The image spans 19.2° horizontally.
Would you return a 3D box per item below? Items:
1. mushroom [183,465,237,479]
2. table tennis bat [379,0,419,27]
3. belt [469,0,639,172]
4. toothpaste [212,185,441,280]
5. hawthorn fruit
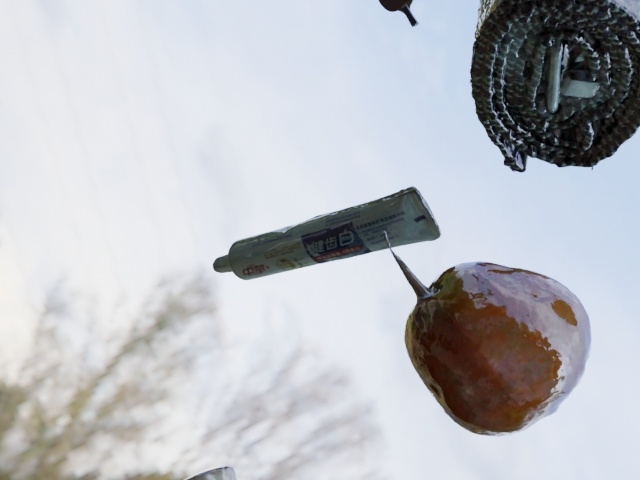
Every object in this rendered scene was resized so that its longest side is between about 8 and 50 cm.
[{"bbox_3d":[-0.120,0.315,1.631,0.195,0.189,0.254,68,11,18],"label":"mushroom"},{"bbox_3d":[0.105,-0.315,2.479,0.083,0.050,0.007,61,12,19],"label":"table tennis bat"},{"bbox_3d":[0.263,-0.214,1.968,0.295,0.207,0.160,78,20,-55],"label":"belt"},{"bbox_3d":[0.000,0.000,1.701,0.060,0.233,0.038,57,35,-30],"label":"toothpaste"},{"bbox_3d":[0.125,0.085,1.543,0.149,0.189,0.149,-168,-90,-87],"label":"hawthorn fruit"}]
